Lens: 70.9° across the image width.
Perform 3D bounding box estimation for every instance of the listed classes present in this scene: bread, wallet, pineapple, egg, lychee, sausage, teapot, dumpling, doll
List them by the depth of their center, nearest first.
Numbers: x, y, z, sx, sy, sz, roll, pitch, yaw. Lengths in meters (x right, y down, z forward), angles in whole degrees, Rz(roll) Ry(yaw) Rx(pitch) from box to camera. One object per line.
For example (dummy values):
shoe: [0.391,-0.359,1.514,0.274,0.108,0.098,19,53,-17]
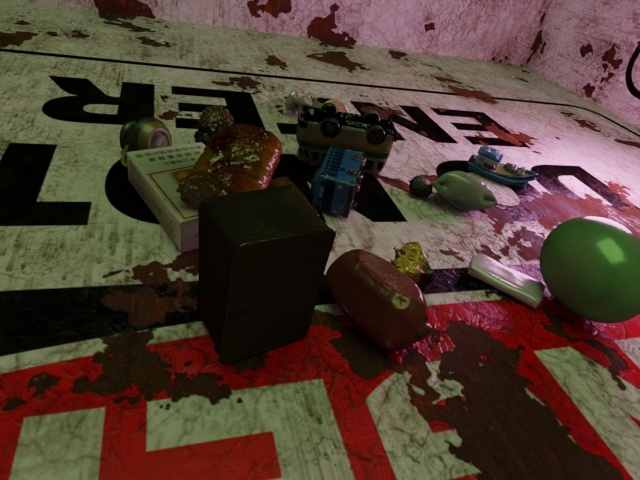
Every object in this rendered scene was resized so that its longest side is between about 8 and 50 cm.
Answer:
sausage: [0.110,0.113,0.897,0.148,0.148,0.254,-22,51,-38]
bread: [-0.205,-0.153,1.025,0.185,0.109,0.381,13,38,-2]
egg: [0.641,0.066,1.048,0.220,0.221,0.270,3,40,-14]
pineapple: [0.211,0.069,1.056,0.116,0.069,0.137,31,48,15]
wallet: [0.458,0.095,1.114,0.189,0.033,0.095,30,37,21]
wallet: [-0.114,-0.092,1.185,0.160,0.042,0.195,-19,49,-30]
teapot: [-0.494,-0.264,1.244,0.119,0.130,0.166,16,65,29]
pineapple: [-0.345,-0.314,1.369,0.125,0.125,0.251,11,46,-3]
dumpling: [0.426,-0.142,1.380,0.216,0.149,0.105,17,66,-9]
lychee: [0.309,-0.167,1.397,0.083,0.068,0.067,23,78,9]
doll: [-0.021,-0.474,1.665,0.271,0.144,0.208,25,17,11]

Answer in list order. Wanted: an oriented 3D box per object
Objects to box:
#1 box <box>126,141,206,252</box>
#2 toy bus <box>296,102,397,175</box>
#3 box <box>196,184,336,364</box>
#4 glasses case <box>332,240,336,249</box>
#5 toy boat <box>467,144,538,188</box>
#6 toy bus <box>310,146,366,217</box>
box: [-0.317,-0.122,1.116,0.210,0.095,0.330,-18,47,-35]
toy bus: [0.069,-0.317,1.424,0.305,0.179,0.143,7,38,-9]
box: [-0.108,0.060,0.779,0.184,0.274,0.143,-13,44,-32]
glasses case: [0.000,0.000,1.108,0.083,0.021,0.032,21,35,11]
toy boat: [0.652,-0.265,1.605,0.237,0.098,0.109,26,41,16]
toy bus: [0.051,-0.171,1.279,0.133,0.116,0.234,14,34,3]
